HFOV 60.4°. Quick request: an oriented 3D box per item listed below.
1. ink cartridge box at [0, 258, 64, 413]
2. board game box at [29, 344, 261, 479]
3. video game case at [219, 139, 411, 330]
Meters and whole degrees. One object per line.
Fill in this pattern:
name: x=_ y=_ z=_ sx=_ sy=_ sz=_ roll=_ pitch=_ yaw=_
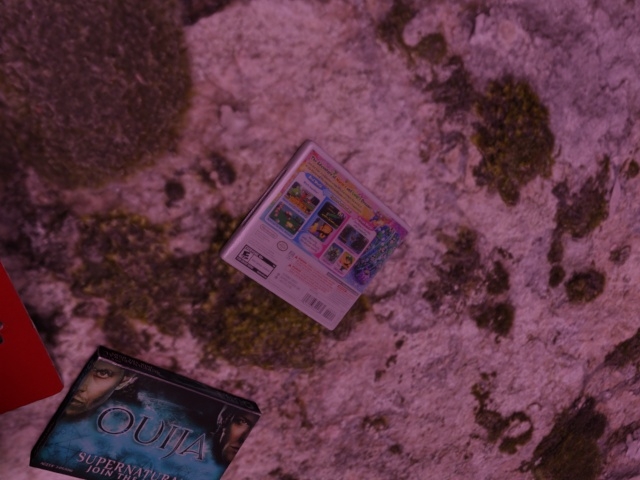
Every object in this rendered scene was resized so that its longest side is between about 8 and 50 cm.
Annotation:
ink cartridge box: x=-0.297 y=0.140 z=0.319 sx=0.272 sy=0.130 sz=0.309 roll=-22 pitch=153 yaw=-25
board game box: x=-0.169 y=0.193 z=0.554 sx=0.186 sy=0.026 sz=0.126 roll=30 pitch=95 yaw=-29
video game case: x=0.000 y=0.000 z=0.565 sx=0.157 sy=0.019 sz=0.143 roll=38 pitch=90 yaw=-29
